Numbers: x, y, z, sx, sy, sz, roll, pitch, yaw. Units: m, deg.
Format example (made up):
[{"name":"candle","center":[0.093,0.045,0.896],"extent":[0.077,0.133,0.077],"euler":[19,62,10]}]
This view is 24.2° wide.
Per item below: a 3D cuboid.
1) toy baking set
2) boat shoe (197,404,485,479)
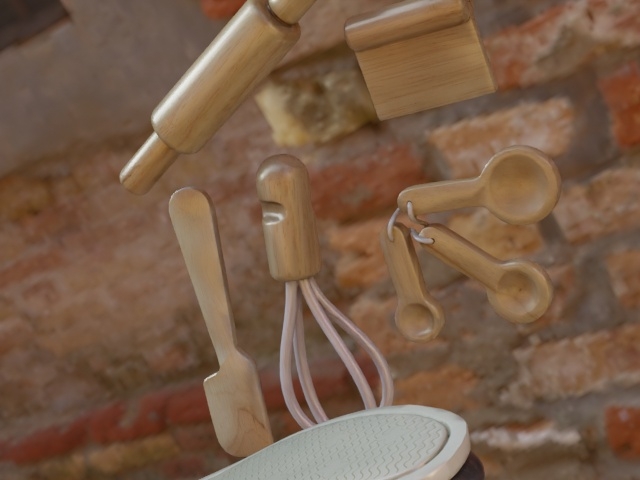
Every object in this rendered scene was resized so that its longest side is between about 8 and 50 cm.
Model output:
[{"name":"toy baking set","center":[-0.004,-0.006,0.699],"extent":[0.256,0.197,0.030],"euler":[-40,-3,29]},{"name":"boat shoe","center":[-0.022,0.126,0.568],"extent":[0.233,0.079,0.084],"euler":[-30,8,37]}]
